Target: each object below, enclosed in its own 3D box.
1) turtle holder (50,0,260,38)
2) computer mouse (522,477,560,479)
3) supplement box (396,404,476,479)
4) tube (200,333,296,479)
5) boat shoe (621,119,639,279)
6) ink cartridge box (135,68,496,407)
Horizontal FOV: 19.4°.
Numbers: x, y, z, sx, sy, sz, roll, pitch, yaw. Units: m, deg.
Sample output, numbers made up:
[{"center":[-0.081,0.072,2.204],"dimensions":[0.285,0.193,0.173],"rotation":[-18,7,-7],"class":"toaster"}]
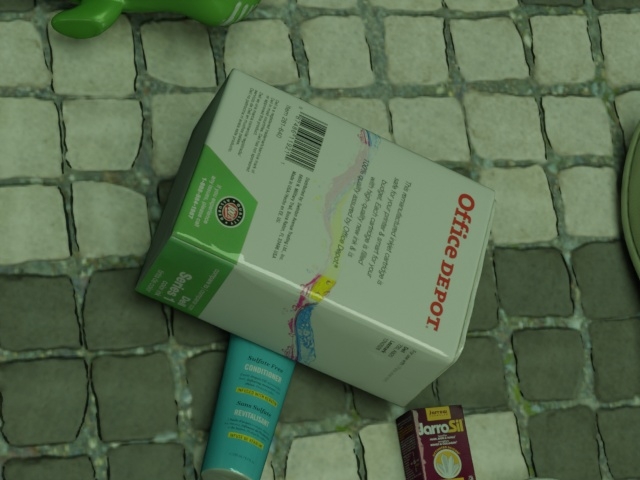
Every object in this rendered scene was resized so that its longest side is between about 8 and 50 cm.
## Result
[{"center":[-0.167,-0.337,1.716],"dimensions":[0.320,0.243,0.227],"rotation":[17,49,-4],"class":"turtle holder"},{"center":[0.252,0.264,1.768],"dimensions":[0.193,0.042,0.106],"rotation":[13,72,-22],"class":"computer mouse"},{"center":[0.108,0.198,1.735],"dimensions":[0.055,0.043,0.083],"rotation":[-4,73,-21],"class":"supplement box"},{"center":[-0.059,0.127,1.701],"dimensions":[0.080,0.052,0.207],"rotation":[25,58,-19],"class":"tube"},{"center":[0.393,0.022,1.867],"dimensions":[0.113,0.127,0.340],"rotation":[15,55,-46],"class":"boat shoe"},{"center":[0.000,0.000,1.708],"dimensions":[0.278,0.117,0.201],"rotation":[25,54,-10],"class":"ink cartridge box"}]
